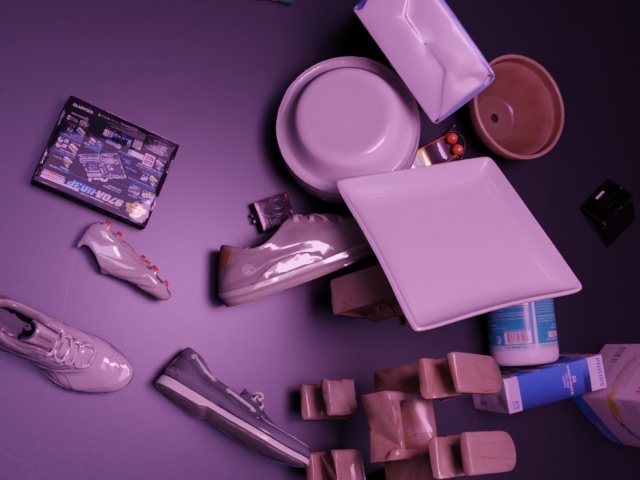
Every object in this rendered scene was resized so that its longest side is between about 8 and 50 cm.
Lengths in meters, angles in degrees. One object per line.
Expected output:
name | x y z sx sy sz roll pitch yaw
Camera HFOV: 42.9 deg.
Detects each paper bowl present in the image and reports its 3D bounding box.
paper bowl | 0.054 -0.222 1.593 0.284 0.148 0.284 -1 78 3

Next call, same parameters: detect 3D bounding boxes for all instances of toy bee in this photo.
toy bee | 0.212 -0.180 1.702 0.195 0.162 0.298 42 70 -11

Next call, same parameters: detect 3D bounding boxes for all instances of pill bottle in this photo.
pill bottle | 0.429 0.134 1.757 0.146 0.146 0.264 -2 84 -23

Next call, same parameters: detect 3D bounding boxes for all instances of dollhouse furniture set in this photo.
dollhouse furniture set | 0.175 0.261 1.537 0.256 0.362 0.394 12 65 -46

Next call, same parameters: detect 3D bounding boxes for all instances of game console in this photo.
game console | 0.696 -0.067 1.968 0.107 0.071 0.122 41 66 19

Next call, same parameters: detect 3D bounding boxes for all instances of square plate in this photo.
square plate | 0.242 0.000 1.475 0.347 0.049 0.344 -11 53 -22

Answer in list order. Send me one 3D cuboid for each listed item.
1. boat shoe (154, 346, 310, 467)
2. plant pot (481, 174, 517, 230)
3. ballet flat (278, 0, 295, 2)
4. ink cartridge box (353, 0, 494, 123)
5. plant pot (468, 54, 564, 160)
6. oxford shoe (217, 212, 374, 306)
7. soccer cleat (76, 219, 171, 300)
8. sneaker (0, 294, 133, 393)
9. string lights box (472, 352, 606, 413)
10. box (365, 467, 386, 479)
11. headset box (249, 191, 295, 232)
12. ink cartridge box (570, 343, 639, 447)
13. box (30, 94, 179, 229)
boat shoe | -0.145 0.308 1.500 0.319 0.116 0.099 31 61 -1
plant pot | 0.323 -0.015 1.663 0.191 0.191 0.174 -65 151 -16
ballet flat | -0.105 -0.519 1.685 0.114 0.041 0.041 5 81 -22
ink cartridge box | 0.206 -0.409 1.654 0.151 0.395 0.270 -35 100 12
plant pot | 0.418 -0.288 1.828 0.237 0.110 0.237 3 83 -23
oxford shoe | 0.000 0.000 1.592 0.449 0.169 0.130 -19 90 -18
soccer cleat | -0.358 0.048 1.493 0.076 0.068 0.196 -45 100 -6
sneaker | -0.458 0.185 1.394 0.297 0.129 0.111 27 72 -18
string lights box | 0.469 0.306 1.758 0.260 0.133 0.076 -9 88 -24
box | 0.128 0.553 1.547 0.168 0.203 0.167 -19 91 -23
headset box | -0.099 -0.055 1.626 0.083 0.032 0.062 -19 91 -25
ink cartridge box | 0.716 0.344 1.801 0.171 0.233 0.168 -45 101 -21
box | -0.395 -0.142 1.504 0.220 0.051 0.175 23 75 -18
